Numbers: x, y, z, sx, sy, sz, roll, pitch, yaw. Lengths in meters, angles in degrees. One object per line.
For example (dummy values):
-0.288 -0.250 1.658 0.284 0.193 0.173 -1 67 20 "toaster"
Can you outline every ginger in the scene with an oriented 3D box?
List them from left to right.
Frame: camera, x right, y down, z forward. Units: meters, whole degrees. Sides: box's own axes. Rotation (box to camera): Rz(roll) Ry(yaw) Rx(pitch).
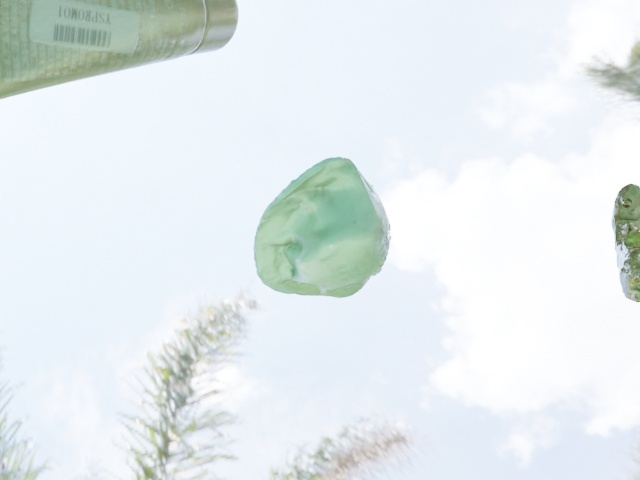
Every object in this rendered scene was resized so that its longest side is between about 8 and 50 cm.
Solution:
0.376 0.009 1.293 0.051 0.173 0.069 -5 -46 5 "ginger"

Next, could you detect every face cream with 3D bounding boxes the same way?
-0.208 -0.204 0.991 0.084 0.341 0.137 14 -70 30 "face cream"

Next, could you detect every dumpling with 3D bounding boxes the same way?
0.013 0.003 1.180 0.152 0.108 0.219 -40 -41 -20 "dumpling"
